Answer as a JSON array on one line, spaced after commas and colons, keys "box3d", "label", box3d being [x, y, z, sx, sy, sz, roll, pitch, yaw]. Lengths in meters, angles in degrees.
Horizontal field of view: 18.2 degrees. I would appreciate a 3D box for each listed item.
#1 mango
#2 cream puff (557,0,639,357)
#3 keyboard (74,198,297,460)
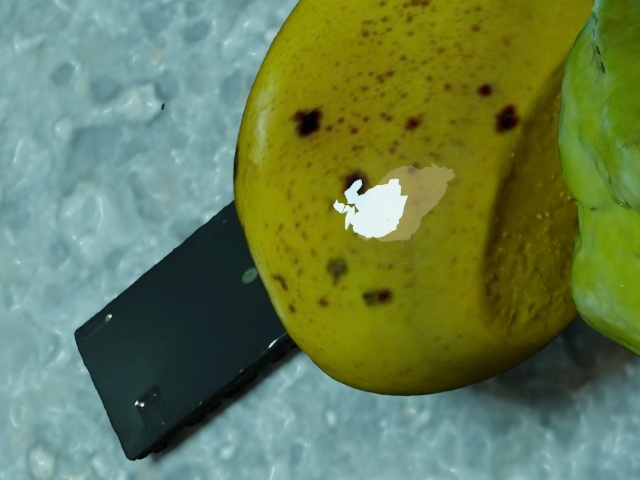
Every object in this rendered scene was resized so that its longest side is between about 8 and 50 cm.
[{"box3d": [0.062, -0.067, 0.973, 0.191, 0.160, 0.290, 23, 85, 42], "label": "mango"}, {"box3d": [0.289, -0.022, 0.823, 0.378, 0.275, 0.378, -19, 42, 19], "label": "cream puff"}, {"box3d": [0.000, 0.000, 1.096, 0.317, 0.027, 0.106, -38, 60, 16], "label": "keyboard"}]
